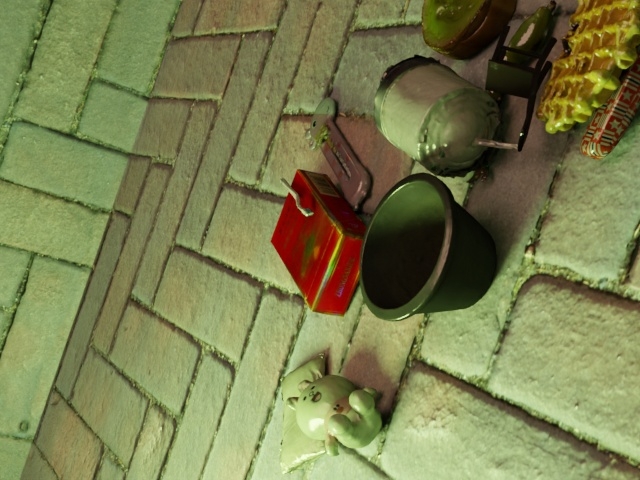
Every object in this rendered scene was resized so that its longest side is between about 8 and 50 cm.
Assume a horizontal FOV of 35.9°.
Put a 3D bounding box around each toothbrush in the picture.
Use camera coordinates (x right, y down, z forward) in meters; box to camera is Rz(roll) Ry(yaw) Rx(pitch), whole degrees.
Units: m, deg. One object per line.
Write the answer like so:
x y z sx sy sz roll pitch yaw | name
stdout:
-0.058 -0.098 2.201 0.204 0.022 0.017 -129 37 -58 | toothbrush

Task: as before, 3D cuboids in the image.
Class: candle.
0.238 -0.215 1.832 0.187 0.187 0.330 -63 32 14 | candle

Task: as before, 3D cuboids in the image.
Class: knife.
0.037 -0.206 2.299 0.132 0.038 0.399 -60 32 24 | knife

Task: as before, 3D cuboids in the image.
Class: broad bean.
0.367 -0.350 1.822 0.214 0.048 0.070 -60 31 20 | broad bean

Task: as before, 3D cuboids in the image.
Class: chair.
0.330 -0.259 1.710 0.084 0.101 0.212 78 -147 -62 | chair

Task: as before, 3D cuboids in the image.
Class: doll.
0.030 0.341 1.938 0.155 0.113 0.275 -56 22 -15 | doll

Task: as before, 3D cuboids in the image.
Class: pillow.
-0.037 0.366 2.091 0.148 0.050 0.230 -31 49 36 | pillow

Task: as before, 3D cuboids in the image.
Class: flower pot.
0.204 0.027 1.768 0.269 0.166 0.269 -30 52 48 | flower pot

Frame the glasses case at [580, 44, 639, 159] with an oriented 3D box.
0.476 -0.216 1.560 0.073 0.049 0.194 -112 45 -76 | glasses case

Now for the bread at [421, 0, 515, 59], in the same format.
0.295 -0.476 1.993 0.236 0.070 0.236 -36 43 44 | bread

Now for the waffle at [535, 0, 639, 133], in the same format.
0.450 -0.320 1.610 0.309 0.065 0.283 125 163 -44 | waffle

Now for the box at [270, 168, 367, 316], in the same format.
-0.001 0.000 2.172 0.197 0.089 0.313 -68 28 22 | box
